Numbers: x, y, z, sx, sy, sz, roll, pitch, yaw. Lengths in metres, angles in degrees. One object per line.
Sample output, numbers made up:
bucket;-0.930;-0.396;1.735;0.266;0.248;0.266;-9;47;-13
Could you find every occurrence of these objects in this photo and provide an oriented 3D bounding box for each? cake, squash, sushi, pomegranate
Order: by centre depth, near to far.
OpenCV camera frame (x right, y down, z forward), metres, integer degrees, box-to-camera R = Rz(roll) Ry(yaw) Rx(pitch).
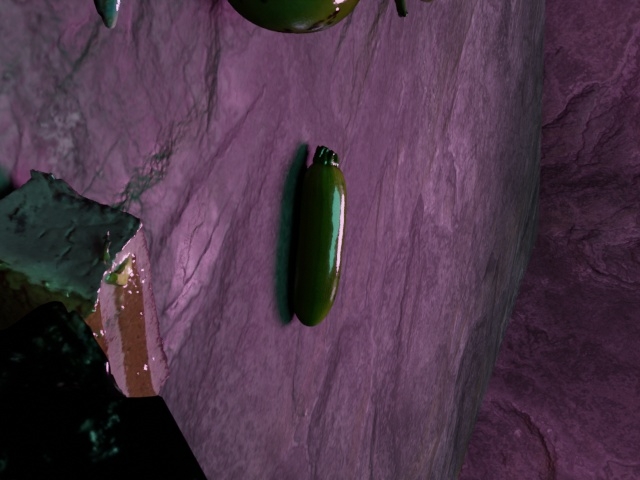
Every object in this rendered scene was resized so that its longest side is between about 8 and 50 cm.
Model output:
sushi;-0.204;0.155;0.445;0.215;0.212;0.227;-25;169;-26
cake;-0.182;0.079;0.640;0.295;0.113;0.116;82;31;-48
pomegranate;0.005;-0.286;0.748;0.181;0.224;0.181;13;90;-75
squash;0.000;0.000;1.049;0.069;0.069;0.258;-22;120;-63

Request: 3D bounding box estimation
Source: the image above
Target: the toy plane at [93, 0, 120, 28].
toy plane;-0.169;-0.307;0.497;0.223;0.104;0.326;-39;138;-55
